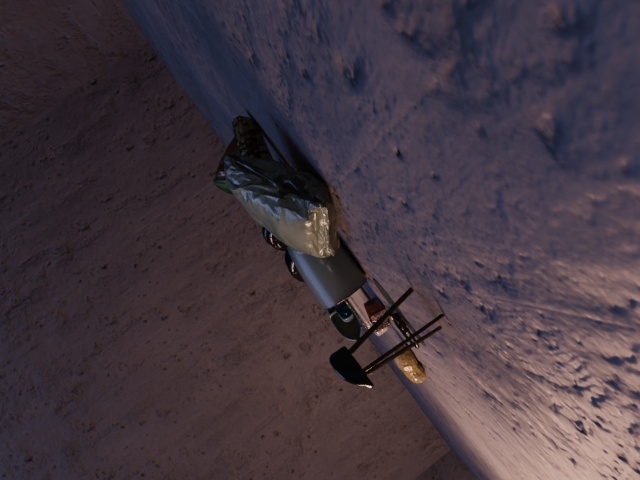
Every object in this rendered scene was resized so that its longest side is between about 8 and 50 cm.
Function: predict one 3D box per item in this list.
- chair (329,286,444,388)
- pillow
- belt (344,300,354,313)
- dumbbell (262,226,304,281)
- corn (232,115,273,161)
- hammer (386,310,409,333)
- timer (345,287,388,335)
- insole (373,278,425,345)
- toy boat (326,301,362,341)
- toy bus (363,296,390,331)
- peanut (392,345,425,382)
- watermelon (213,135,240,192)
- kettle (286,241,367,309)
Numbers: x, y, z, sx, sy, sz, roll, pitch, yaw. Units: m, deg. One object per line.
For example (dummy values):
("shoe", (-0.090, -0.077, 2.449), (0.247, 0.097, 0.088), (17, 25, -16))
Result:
("chair", (0.130, 0.199, 0.785), (0.095, 0.222, 0.104), (61, 172, -29))
("pillow", (-0.091, -0.083, 1.005), (0.283, 0.138, 0.310), (27, 164, 16))
("belt", (0.145, 0.290, 1.953), (0.121, 0.079, 0.151), (62, 166, 16))
("dumbbell", (-0.088, 0.008, 1.578), (0.388, 0.185, 0.185), (48, 173, 46))
("corn", (-0.182, -0.239, 1.176), (0.086, 0.086, 0.253), (91, 158, -81))
("hammer", (0.218, 0.226, 1.221), (0.065, 0.021, 0.178), (53, 179, -4))
("timer", (0.150, 0.247, 1.611), (0.253, 0.078, 0.178), (54, 175, -16))
("insole", (0.218, 0.201, 1.159), (0.232, 0.003, 0.080), (53, 174, 6))
("toy boat", (0.090, 0.300, 1.580), (0.215, 0.088, 0.102), (52, 174, 33))
("toy bus", (0.193, 0.255, 1.411), (0.077, 0.065, 0.192), (63, 179, 28))
("peanut", (0.318, 0.445, 1.478), (0.174, 0.080, 0.080), (51, 175, -17))
("watermelon", (-0.340, -0.272, 1.763), (0.319, 0.222, 0.292), (50, 169, 25))
("kettle", (0.016, 0.059, 1.272), (0.236, 0.161, 0.221), (54, -155, -1))
